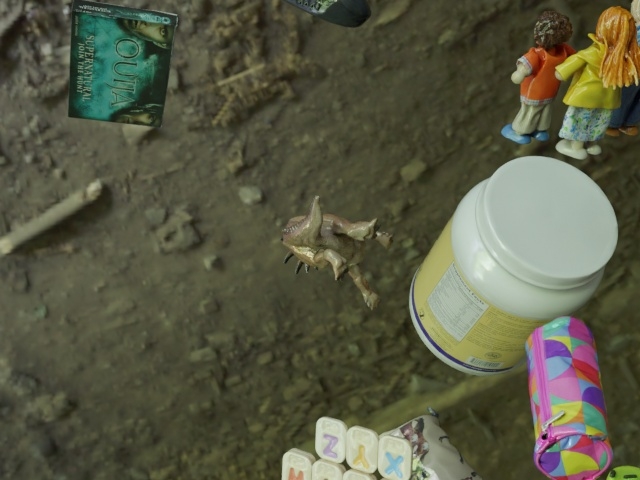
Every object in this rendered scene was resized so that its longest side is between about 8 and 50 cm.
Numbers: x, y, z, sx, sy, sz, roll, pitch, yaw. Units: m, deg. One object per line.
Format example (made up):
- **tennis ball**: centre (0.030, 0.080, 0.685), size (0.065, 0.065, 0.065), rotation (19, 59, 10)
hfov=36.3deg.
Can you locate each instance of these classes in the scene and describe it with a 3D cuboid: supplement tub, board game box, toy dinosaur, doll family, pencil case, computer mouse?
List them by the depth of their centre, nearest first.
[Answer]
- **doll family**: centre (0.314, -0.181, 1.012), size (0.262, 0.118, 0.163), rotation (-21, 134, -37)
- **computer mouse**: centre (-0.040, -0.285, 1.040), size (0.071, 0.242, 0.041), rotation (-16, 130, -50)
- **board game box**: centre (-0.253, -0.219, 1.234), size (0.126, 0.026, 0.186), rotation (6, 144, -12)
- **pencil case**: centre (0.319, 0.203, 1.269), size (0.104, 0.236, 0.105), rotation (4, 125, 6)
- **supplement tub**: centre (0.292, 0.045, 1.518), size (0.240, 0.241, 0.331), rotation (-10, 153, -19)
- **toy dinosaur**: centre (0.000, 0.000, 1.570), size (0.127, 0.200, 0.295), rotation (-64, 150, -4)
- **pencil case**: centre (0.279, 0.531, 1.921), size (0.183, 0.410, 0.160), rotation (1, 133, -49)

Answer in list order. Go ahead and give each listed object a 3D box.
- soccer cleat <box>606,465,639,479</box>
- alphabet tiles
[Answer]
- **soccer cleat**: centre (0.501, 0.457, 1.464), size (0.093, 0.289, 0.121), rotation (-11, 119, -4)
- **alphabet tiles**: centre (0.059, 0.421, 1.509), size (0.021, 0.284, 0.278), rotation (-17, 113, -56)
